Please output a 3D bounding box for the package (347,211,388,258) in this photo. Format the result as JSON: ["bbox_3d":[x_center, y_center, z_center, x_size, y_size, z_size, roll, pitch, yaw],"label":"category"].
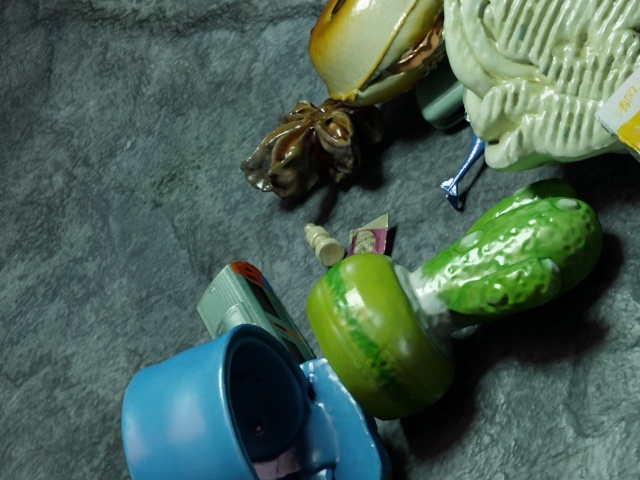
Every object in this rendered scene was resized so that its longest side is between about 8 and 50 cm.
[{"bbox_3d":[0.054,0.002,2.262,0.083,0.029,0.059,-28,45,50],"label":"package"}]

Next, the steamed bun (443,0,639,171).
[{"bbox_3d":[0.285,-0.214,2.008,0.280,0.207,0.268,-12,86,22],"label":"steamed bun"}]

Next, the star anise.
[{"bbox_3d":[-0.006,-0.117,2.387,0.214,0.099,0.220,-27,19,29],"label":"star anise"}]

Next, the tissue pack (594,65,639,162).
[{"bbox_3d":[0.410,-0.138,1.797,0.225,0.185,0.124,-49,31,4],"label":"tissue pack"}]

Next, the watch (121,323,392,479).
[{"bbox_3d":[-0.077,0.256,1.906,0.241,0.274,0.305,-26,64,19],"label":"watch"}]

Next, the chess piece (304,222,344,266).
[{"bbox_3d":[0.000,0.000,2.331,0.035,0.035,0.092,-49,28,5],"label":"chess piece"}]

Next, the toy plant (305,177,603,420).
[{"bbox_3d":[0.154,0.047,1.969,0.316,0.184,0.224,-33,17,10],"label":"toy plant"}]

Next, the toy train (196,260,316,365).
[{"bbox_3d":[-0.071,0.136,2.236,0.086,0.089,0.409,-51,32,11],"label":"toy train"}]

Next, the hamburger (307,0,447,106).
[{"bbox_3d":[0.081,-0.263,2.293,0.237,0.147,0.237,-50,12,15],"label":"hamburger"}]

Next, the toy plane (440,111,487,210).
[{"bbox_3d":[0.193,-0.115,2.187,0.062,0.054,0.167,31,83,33],"label":"toy plane"}]

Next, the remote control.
[{"bbox_3d":[0.237,-0.248,2.251,0.296,0.056,0.140,-35,33,28],"label":"remote control"}]
